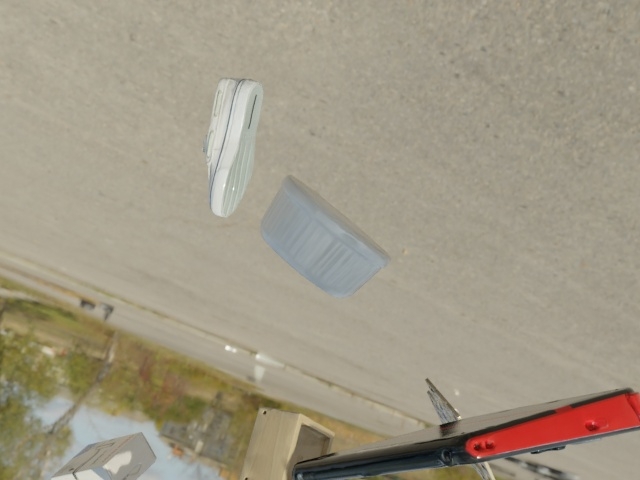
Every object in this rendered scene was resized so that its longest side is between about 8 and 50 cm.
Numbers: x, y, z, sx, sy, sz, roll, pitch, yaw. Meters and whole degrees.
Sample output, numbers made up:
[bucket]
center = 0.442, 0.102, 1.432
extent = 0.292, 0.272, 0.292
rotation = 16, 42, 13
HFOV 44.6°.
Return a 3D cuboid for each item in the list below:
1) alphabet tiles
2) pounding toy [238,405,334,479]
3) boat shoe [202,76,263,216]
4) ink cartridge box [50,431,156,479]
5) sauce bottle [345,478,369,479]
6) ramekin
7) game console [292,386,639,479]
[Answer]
[alphabet tiles]
center = 0.267, 0.371, 1.500
extent = 0.198, 0.009, 0.237
rotation = 49, 169, 53
[pounding toy]
center = -0.055, 0.403, 1.291
extent = 0.094, 0.206, 0.181
rotation = 2, 155, 31
[boat shoe]
center = -0.153, -0.154, 1.276
extent = 0.075, 0.227, 0.083
rotation = 17, -176, 23
[ink cartridge box]
center = -0.523, 0.550, 1.890
extent = 0.203, 0.148, 0.086
rotation = -21, 100, 31
[sauce bottle]
center = 0.060, 0.537, 1.580
extent = 0.344, 0.112, 0.111
rotation = 3, 161, 19
[ramekin]
center = 0.000, 0.000, 1.544
extent = 0.272, 0.127, 0.273
rotation = 39, -175, -4
[game console]
center = 0.193, 0.270, 1.028
extent = 0.341, 0.060, 0.386
rotation = -5, 164, -34
